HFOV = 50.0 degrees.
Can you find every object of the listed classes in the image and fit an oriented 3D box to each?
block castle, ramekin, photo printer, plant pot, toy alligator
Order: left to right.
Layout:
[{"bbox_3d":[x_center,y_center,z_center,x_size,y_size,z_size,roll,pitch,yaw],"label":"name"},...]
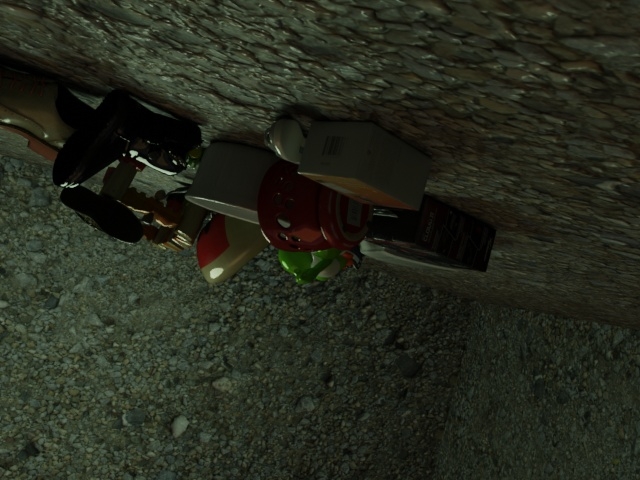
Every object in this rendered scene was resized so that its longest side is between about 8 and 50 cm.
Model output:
[{"bbox_3d":[-0.482,-0.134,2.005,0.303,0.212,0.453,30,164,-18],"label":"block castle"},{"bbox_3d":[-0.307,-0.196,1.615,0.190,0.051,0.056,17,174,-13],"label":"toy alligator"},{"bbox_3d":[-0.149,-0.118,1.530,0.277,0.135,0.277,16,175,1],"label":"ramekin"},{"bbox_3d":[-0.004,-0.069,1.359,0.174,0.191,0.191,3,168,38],"label":"plant pot"},{"bbox_3d":[0.251,0.015,1.898,0.256,0.107,0.307,13,176,-8],"label":"photo printer"}]

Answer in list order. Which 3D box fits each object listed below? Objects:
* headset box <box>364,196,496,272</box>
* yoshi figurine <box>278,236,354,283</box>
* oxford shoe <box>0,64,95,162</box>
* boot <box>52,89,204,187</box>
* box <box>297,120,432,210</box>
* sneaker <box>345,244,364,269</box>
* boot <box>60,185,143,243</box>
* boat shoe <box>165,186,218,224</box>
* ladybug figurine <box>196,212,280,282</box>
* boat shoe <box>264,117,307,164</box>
[{"bbox_3d":[0.223,-0.024,1.571,0.293,0.110,0.218,19,174,-39],"label":"headset box"},{"bbox_3d":[-0.027,0.007,1.757,0.203,0.203,0.362,43,159,16],"label":"yoshi figurine"},{"bbox_3d":[-0.568,-0.281,1.282,0.146,0.140,0.397,-24,147,30],"label":"oxford shoe"},{"bbox_3d":[-0.373,-0.163,1.343,0.207,0.246,0.094,24,-148,-45],"label":"boot"},{"bbox_3d":[0.073,-0.119,1.099,0.130,0.091,0.170,10,172,45],"label":"box"},{"bbox_3d":[0.144,0.025,2.096,0.282,0.153,0.099,19,174,-39],"label":"sneaker"},{"bbox_3d":[-0.558,-0.056,1.817,0.236,0.085,0.178,30,168,3],"label":"boot"},{"bbox_3d":[-0.387,-0.115,2.340,0.340,0.127,0.113,23,-169,26],"label":"boat shoe"},{"bbox_3d":[-0.232,-0.024,1.978,0.162,0.305,0.449,48,143,-4],"label":"ladybug figurine"},{"bbox_3d":[-0.063,-0.170,1.167,0.063,0.066,0.184,13,-176,13],"label":"boat shoe"}]
